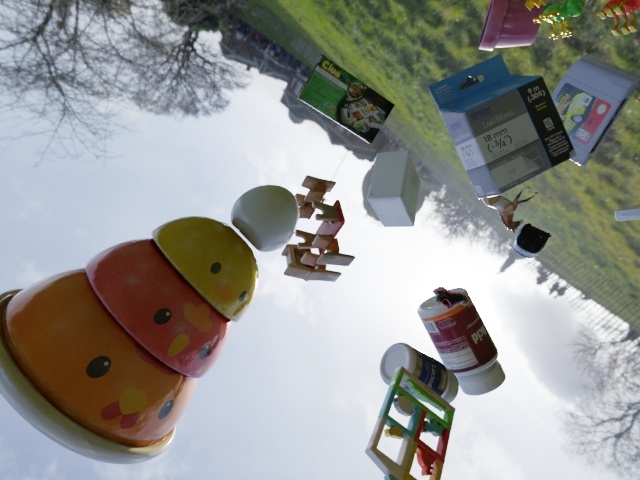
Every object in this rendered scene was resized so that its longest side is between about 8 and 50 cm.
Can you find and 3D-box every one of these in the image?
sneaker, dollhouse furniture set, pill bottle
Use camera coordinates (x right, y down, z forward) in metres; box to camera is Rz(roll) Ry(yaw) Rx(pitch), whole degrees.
[{"bbox_3d":[0.376,0.175,1.151,0.120,0.047,0.057,17,-131,-19],"label":"sneaker"},{"bbox_3d":[0.000,0.000,1.088,0.135,0.259,0.261,8,-130,-25],"label":"dollhouse furniture set"},{"bbox_3d":[0.344,0.466,1.375,0.265,0.153,0.153,32,-155,-26],"label":"pill bottle"},{"bbox_3d":[0.582,0.413,1.642,0.224,0.224,0.391,-27,-90,-59],"label":"pill bottle"}]

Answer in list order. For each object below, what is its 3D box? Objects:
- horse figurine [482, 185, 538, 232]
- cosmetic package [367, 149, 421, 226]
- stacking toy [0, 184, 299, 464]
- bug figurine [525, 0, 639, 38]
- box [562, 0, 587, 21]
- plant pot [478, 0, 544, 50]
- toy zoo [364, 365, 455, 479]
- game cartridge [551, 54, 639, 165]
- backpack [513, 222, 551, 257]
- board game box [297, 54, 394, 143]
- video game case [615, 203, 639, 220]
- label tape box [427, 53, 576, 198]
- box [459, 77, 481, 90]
[{"bbox_3d":[0.713,-0.169,1.561,0.264,0.174,0.066,32,-152,-7],"label":"horse figurine"},{"bbox_3d":[0.304,-0.204,1.610,0.224,0.138,0.223,47,-130,-50],"label":"cosmetic package"},{"bbox_3d":[-0.229,0.071,0.672,0.351,0.480,0.350,44,171,8],"label":"stacking toy"},{"bbox_3d":[0.513,-0.504,0.790,0.279,0.072,0.216,18,-179,-33],"label":"bug figurine"},{"bbox_3d":[0.740,-0.680,1.129,0.028,0.081,0.136,50,166,-2],"label":"box"},{"bbox_3d":[0.700,-0.798,1.466,0.181,0.201,0.201,14,-154,11],"label":"plant pot"},{"bbox_3d":[0.224,0.483,0.981,0.192,0.030,0.293,38,-136,-1],"label":"toy zoo"},{"bbox_3d":[0.802,-0.398,1.234,0.060,0.294,0.196,-21,-128,-19],"label":"game cartridge"},{"bbox_3d":[0.797,0.010,1.527,0.105,0.084,0.114,33,-111,20],"label":"backpack"},{"bbox_3d":[0.078,-0.405,1.163,0.260,0.136,0.030,27,-163,-22],"label":"board game box"},{"bbox_3d":[0.743,-0.076,0.765,0.207,0.026,0.227,-12,-177,-27],"label":"video game case"},{"bbox_3d":[0.465,-0.310,1.032,0.333,0.241,0.106,64,172,-4],"label":"label tape box"},{"bbox_3d":[0.551,-0.513,1.490,0.156,0.093,0.158,38,177,-15],"label":"box"}]
